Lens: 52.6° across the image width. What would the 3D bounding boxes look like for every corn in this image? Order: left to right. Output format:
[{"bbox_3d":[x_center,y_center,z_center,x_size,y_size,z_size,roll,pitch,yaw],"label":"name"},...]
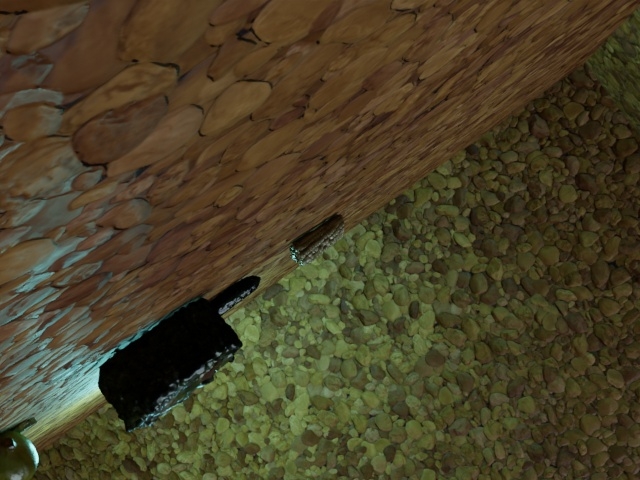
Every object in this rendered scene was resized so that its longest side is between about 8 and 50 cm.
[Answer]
[{"bbox_3d":[0.000,0.000,1.947,0.210,0.087,0.087,-32,175,-29],"label":"corn"}]

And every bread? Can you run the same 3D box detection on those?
[{"bbox_3d":[-0.828,0.526,1.726,0.153,0.028,0.068,-37,176,14],"label":"bread"}]

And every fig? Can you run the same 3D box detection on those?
[{"bbox_3d":[-0.776,0.546,1.610,0.120,0.136,0.153,-43,164,-6],"label":"fig"}]

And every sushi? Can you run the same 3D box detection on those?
[{"bbox_3d":[-0.385,0.325,1.666,0.351,0.178,0.294,-36,168,-21],"label":"sushi"}]

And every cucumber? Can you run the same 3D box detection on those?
[{"bbox_3d":[-0.282,0.178,1.931,0.245,0.067,0.067,-37,176,6],"label":"cucumber"}]
